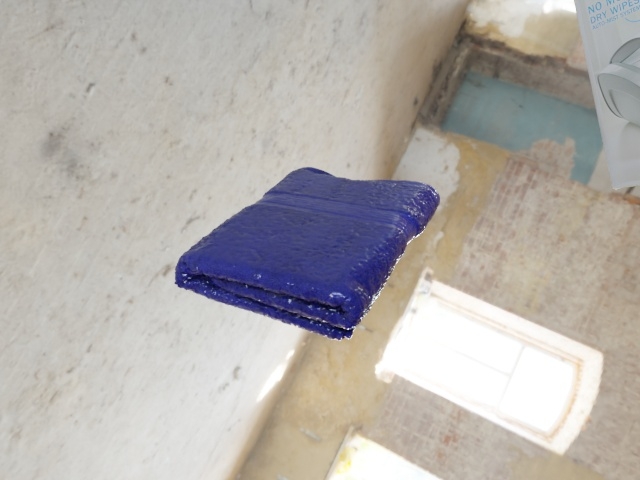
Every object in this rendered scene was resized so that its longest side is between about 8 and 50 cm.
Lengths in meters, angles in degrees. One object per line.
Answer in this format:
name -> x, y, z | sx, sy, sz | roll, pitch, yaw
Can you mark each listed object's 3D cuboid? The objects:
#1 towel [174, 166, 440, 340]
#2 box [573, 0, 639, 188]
towel -> 0.000, 0.000, 0.672 | 0.308, 0.228, 0.076 | -45, 139, -53
box -> 0.365, -0.180, 0.430 | 0.127, 0.262, 0.231 | -16, 95, -27
